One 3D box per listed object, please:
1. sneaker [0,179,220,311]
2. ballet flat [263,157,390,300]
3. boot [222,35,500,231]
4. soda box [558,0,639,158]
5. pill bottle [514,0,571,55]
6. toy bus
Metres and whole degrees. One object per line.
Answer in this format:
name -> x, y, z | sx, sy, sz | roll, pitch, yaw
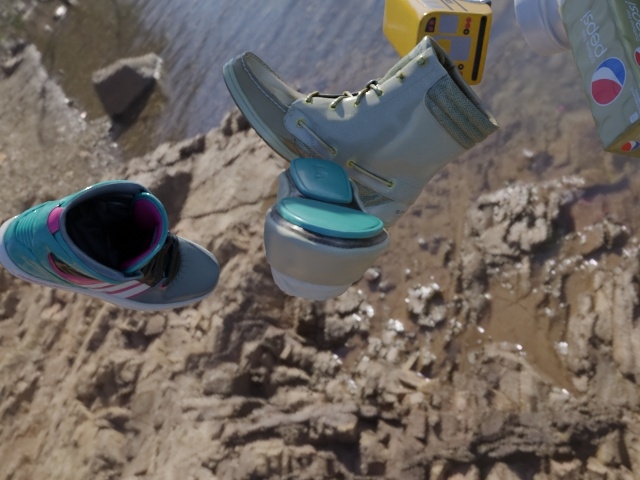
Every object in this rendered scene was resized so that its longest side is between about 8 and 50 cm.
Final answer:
sneaker -> -0.215, 0.009, 0.979 | 0.178, 0.296, 0.123 | -17, 68, 47
ballet flat -> 0.000, 0.000, 0.582 | 0.086, 0.086, 0.248 | -45, 10, 12
boot -> 0.033, -0.126, 0.715 | 0.165, 0.213, 0.077 | -43, 7, 27
soda box -> 0.287, -0.170, 0.772 | 0.061, 0.058, 0.181 | 130, 140, -52
pill bottle -> 0.373, -0.298, 0.940 | 0.272, 0.152, 0.152 | -5, 54, 43
toy bus -> 0.179, -0.338, 1.269 | 0.332, 0.130, 0.108 | -102, 14, -62
